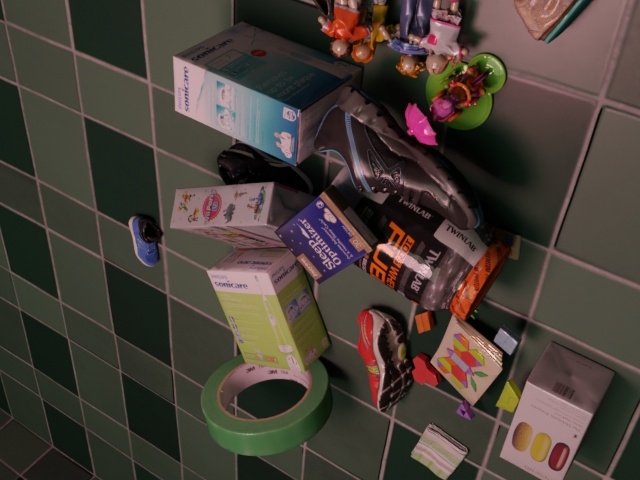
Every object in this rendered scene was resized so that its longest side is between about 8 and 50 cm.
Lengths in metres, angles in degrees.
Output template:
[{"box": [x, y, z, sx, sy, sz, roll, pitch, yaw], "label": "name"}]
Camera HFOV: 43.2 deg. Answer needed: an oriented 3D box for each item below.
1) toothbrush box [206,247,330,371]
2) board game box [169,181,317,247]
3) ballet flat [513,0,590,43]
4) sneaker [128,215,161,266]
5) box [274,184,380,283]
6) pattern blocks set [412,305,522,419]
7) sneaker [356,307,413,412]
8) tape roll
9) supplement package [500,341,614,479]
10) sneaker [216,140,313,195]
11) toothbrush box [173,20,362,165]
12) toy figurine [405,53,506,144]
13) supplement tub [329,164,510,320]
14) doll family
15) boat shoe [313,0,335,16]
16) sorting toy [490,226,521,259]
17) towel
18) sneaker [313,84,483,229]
[{"box": [-0.125, 0.166, 1.981, 0.206, 0.122, 0.283, 0, 121, 40], "label": "toothbrush box"}, {"box": [-0.142, -0.050, 1.755, 0.303, 0.224, 0.097, -2, 76, 40], "label": "board game box"}, {"box": [0.385, -0.411, 1.140, 0.106, 0.107, 0.316, 52, 137, 6], "label": "ballet flat"}, {"box": [-0.463, 0.007, 2.189, 0.084, 0.058, 0.152, 10, 120, 45], "label": "sneaker"}, {"box": [0.000, 0.000, 1.510, 0.136, 0.036, 0.225, 49, 143, -4], "label": "box"}, {"box": [0.306, 0.256, 1.716, 0.285, 0.026, 0.325, 35, 140, 33], "label": "pattern blocks set"}, {"box": [0.141, 0.272, 1.881, 0.118, 0.107, 0.279, 30, 135, 46], "label": "sneaker"}, {"box": [-0.132, 0.391, 2.007, 0.321, 0.321, 0.077, 12, 128, 33], "label": "tape roll"}, {"box": [0.470, 0.352, 1.618, 0.139, 0.134, 0.244, 25, 134, 23], "label": "supplement package"}, {"box": [-0.133, -0.130, 1.764, 0.217, 0.121, 0.079, 30, 136, 19], "label": "sneaker"}, {"box": [-0.102, -0.289, 1.549, 0.295, 0.216, 0.126, 26, 133, 24], "label": "toothbrush box"}, {"box": [0.216, -0.228, 1.372, 0.130, 0.159, 0.173, 51, 138, -4], "label": "toy figurine"}, {"box": [0.174, -0.005, 1.540, 0.338, 0.207, 0.207, 32, 136, 17], "label": "supplement tub"}, {"box": [0.132, -0.366, 1.395, 0.263, 0.118, 0.163, 12, 123, 10], "label": "doll family"}, {"box": [-0.009, -0.474, 1.455, 0.056, 0.049, 0.152, -27, 101, 48], "label": "boat shoe"}, {"box": [0.352, 0.018, 1.554, 0.062, 0.012, 0.083, 18, 130, 29], "label": "sorting toy"}, {"box": [0.288, 0.522, 1.981, 0.113, 0.023, 0.152, 35, 137, 15], "label": "towel"}, {"box": [0.140, -0.123, 1.438, 0.341, 0.125, 0.139, 43, 106, 11], "label": "sneaker"}]
